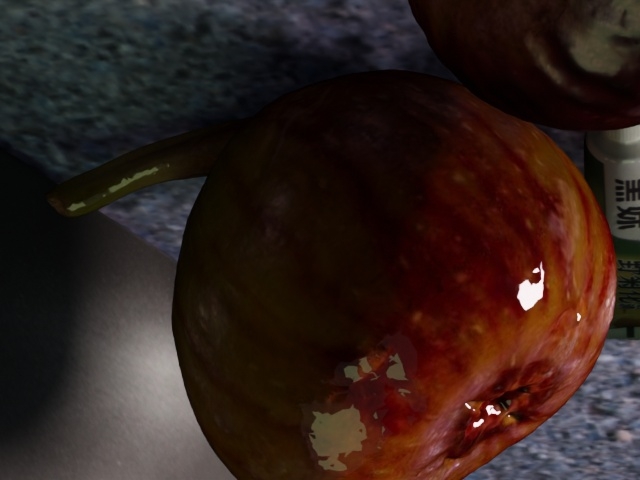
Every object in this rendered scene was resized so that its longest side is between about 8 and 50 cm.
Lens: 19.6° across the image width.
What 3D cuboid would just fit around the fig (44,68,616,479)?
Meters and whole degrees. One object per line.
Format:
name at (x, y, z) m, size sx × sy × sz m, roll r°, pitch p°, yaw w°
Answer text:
fig at (0.008, -0.001, 0.725) m, size 0.175 × 0.207 × 0.175 m, roll -24°, pitch 144°, yaw -19°

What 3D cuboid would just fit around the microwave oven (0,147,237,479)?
microwave oven at (-0.256, 0.152, 0.904) m, size 0.432 × 0.236 × 0.374 m, roll -21°, pitch 141°, yaw 36°

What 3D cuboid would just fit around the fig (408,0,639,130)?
fig at (0.088, -0.088, 0.578) m, size 0.128 × 0.128 × 0.150 m, roll -4°, pitch 153°, yaw 14°

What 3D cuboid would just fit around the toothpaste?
toothpaste at (0.130, -0.006, 0.785) m, size 0.049 × 0.031 × 0.204 m, roll -1°, pitch 150°, yaw 10°
